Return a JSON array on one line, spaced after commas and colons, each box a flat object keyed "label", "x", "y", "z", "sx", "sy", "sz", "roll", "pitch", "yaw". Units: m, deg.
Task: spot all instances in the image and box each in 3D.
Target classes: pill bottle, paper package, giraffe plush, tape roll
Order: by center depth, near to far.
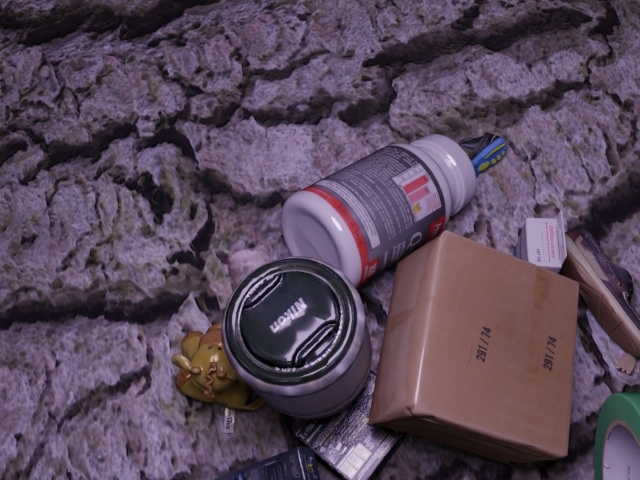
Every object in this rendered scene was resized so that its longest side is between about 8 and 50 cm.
[{"label": "tape roll", "x": 0.495, "y": 0.388, "z": 1.005, "sx": 0.077, "sy": 0.321, "sz": 0.321, "roll": -2, "pitch": 62, "yaw": 6}, {"label": "paper package", "x": 0.270, "y": 0.192, "z": 1.165, "sx": 0.310, "sy": 0.168, "sz": 0.324, "roll": 21, "pitch": 63, "yaw": -15}, {"label": "giraffe plush", "x": -0.191, "y": 0.231, "z": 1.240, "sx": 0.182, "sy": 0.170, "sz": 0.210, "roll": -16, "pitch": 62, "yaw": -3}, {"label": "pill bottle", "x": 0.121, "y": -0.064, "z": 1.312, "sx": 0.363, "sy": 0.210, "sz": 0.210, "roll": -30, "pitch": 62, "yaw": -29}]

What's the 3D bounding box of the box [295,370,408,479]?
[{"label": "box", "x": 0.070, "y": 0.334, "z": 1.213, "sx": 0.147, "sy": 0.077, "sz": 0.180, "roll": 34, "pitch": 70, "yaw": 21}]

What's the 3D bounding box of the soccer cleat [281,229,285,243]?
[{"label": "soccer cleat", "x": 0.000, "y": 0.000, "z": 1.410, "sx": 0.179, "sy": 0.060, "sz": 0.072, "roll": 27, "pitch": 66, "yaw": 21}]

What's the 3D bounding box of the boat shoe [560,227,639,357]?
[{"label": "boat shoe", "x": 0.548, "y": 0.087, "z": 1.288, "sx": 0.092, "sy": 0.102, "sz": 0.285, "roll": -25, "pitch": 55, "yaw": -5}]

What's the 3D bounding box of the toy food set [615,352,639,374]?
[{"label": "toy food set", "x": 0.657, "y": 0.243, "z": 1.235, "sx": 0.192, "sy": 0.038, "sz": 0.132, "roll": 28, "pitch": 62, "yaw": 30}]

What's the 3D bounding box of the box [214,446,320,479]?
[{"label": "box", "x": -0.074, "y": 0.484, "z": 1.120, "sx": 0.184, "sy": 0.059, "sz": 0.232, "roll": -27, "pitch": 59, "yaw": 20}]

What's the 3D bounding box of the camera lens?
[{"label": "camera lens", "x": -0.028, "y": 0.167, "z": 1.106, "sx": 0.220, "sy": 0.274, "sz": 0.219, "roll": -3, "pitch": 64, "yaw": 7}]

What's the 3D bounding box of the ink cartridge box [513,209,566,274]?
[{"label": "ink cartridge box", "x": 0.414, "y": 0.026, "z": 1.287, "sx": 0.060, "sy": 0.180, "sz": 0.104, "roll": 2, "pitch": 62, "yaw": 6}]

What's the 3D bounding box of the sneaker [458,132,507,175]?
[{"label": "sneaker", "x": 0.317, "y": -0.177, "z": 1.480, "sx": 0.188, "sy": 0.067, "sz": 0.078, "roll": -31, "pitch": 42, "yaw": -9}]
